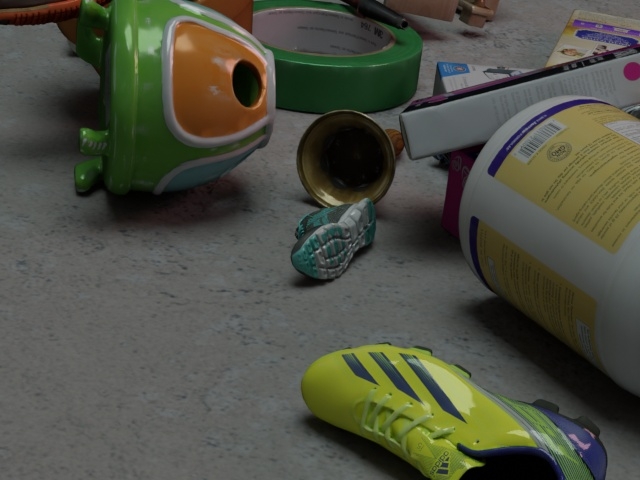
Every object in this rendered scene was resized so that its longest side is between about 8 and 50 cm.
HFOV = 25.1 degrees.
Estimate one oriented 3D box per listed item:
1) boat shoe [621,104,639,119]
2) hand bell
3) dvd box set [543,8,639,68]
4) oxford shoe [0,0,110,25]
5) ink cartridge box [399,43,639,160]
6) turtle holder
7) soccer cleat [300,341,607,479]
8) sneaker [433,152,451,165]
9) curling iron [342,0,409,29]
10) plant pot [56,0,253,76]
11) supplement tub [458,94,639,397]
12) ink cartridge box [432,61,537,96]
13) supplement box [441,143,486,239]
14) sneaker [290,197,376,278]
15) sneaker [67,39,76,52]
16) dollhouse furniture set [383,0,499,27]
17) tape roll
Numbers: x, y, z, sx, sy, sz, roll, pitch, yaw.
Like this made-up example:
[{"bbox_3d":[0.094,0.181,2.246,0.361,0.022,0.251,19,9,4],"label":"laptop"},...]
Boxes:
[{"bbox_3d":[0.573,-0.129,1.968,0.335,0.121,0.119,1,32,14],"label":"boat shoe"},{"bbox_3d":[0.066,-0.117,1.845,0.126,0.126,0.242,14,15,15],"label":"hand bell"},{"bbox_3d":[0.519,-0.262,2.268,0.308,0.062,0.420,12,26,12],"label":"dvd box set"},{"bbox_3d":[-0.283,-0.333,1.762,0.271,0.098,0.097,-21,7,-16],"label":"oxford shoe"},{"bbox_3d":[0.280,-0.169,1.646,0.371,0.069,0.176,-11,8,10],"label":"ink cartridge box"},{"bbox_3d":[-0.180,-0.154,1.729,0.227,0.320,0.243,0,58,-11],"label":"turtle holder"},{"bbox_3d":[0.104,0.168,1.244,0.289,0.093,0.121,17,34,22],"label":"soccer cleat"},{"bbox_3d":[0.183,-0.111,1.897,0.073,0.063,0.162,-8,19,3],"label":"sneaker"},{"bbox_3d":[0.056,-0.365,2.225,0.068,0.035,0.274,-2,25,-33],"label":"curling iron"},{"bbox_3d":[-0.210,-0.305,1.953,0.291,0.203,0.291,-7,44,7],"label":"plant pot"},{"bbox_3d":[0.321,0.014,1.440,0.241,0.241,0.331,-10,30,-30],"label":"supplement tub"},{"bbox_3d":[0.260,-0.189,2.034,0.191,0.082,0.139,3,26,-4],"label":"ink cartridge box"},{"bbox_3d":[0.269,-0.057,1.726,0.220,0.114,0.111,-11,31,-29],"label":"supplement box"},{"bbox_3d":[0.000,0.000,1.623,0.076,0.065,0.166,1,17,28],"label":"sneaker"},{"bbox_3d":[-0.237,-0.347,2.128,0.321,0.126,0.127,-15,38,31],"label":"sneaker"},{"bbox_3d":[0.150,-0.509,2.486,0.355,0.174,0.303,6,22,-31],"label":"dollhouse furniture set"},{"bbox_3d":[-0.008,-0.283,2.172,0.321,0.077,0.321,5,26,-3],"label":"tape roll"}]
